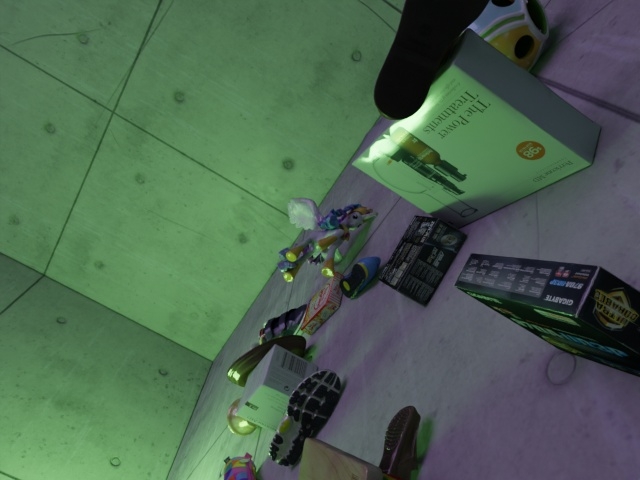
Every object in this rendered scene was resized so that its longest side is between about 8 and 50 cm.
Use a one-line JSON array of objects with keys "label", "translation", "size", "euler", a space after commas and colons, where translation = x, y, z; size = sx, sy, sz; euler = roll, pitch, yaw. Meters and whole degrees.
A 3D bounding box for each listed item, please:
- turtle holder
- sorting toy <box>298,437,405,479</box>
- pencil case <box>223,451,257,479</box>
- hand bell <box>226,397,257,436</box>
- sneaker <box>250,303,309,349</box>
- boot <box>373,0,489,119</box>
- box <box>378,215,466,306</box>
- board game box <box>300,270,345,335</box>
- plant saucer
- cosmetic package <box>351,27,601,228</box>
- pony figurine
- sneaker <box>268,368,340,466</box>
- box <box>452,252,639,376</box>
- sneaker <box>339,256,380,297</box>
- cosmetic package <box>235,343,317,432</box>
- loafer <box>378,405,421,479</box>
[{"label": "turtle holder", "translation": [0.418, -0.479, 1.211], "size": [0.227, 0.243, 0.320], "euler": [-22, 26, 45]}, {"label": "sorting toy", "translation": [0.036, 0.442, 0.711], "size": [0.257, 0.090, 0.255], "euler": [148, 135, -66]}, {"label": "pencil case", "translation": [-0.217, 0.676, 1.353], "size": [0.104, 0.104, 0.236], "euler": [-60, 12, -4]}, {"label": "hand bell", "translation": [-0.194, 0.567, 1.597], "size": [0.242, 0.126, 0.126], "euler": [-27, 32, 50]}, {"label": "sneaker", "translation": [-0.154, 0.350, 1.891], "size": [0.321, 0.128, 0.126], "euler": [-53, 10, 22]}, {"label": "boot", "translation": [0.172, -0.332, 0.776], "size": [0.305, 0.112, 0.115], "euler": [-60, 0, 10]}, {"label": "box", "translation": [0.223, 0.040, 1.108], "size": [0.180, 0.078, 0.147], "euler": [-60, 10, -1]}, {"label": "board game box", "translation": [0.011, 0.217, 1.699], "size": [0.193, 0.045, 0.146], "euler": [-51, 14, 38]}, {"label": "plant saucer", "translation": [-0.165, 0.397, 1.600], "size": [0.278, 0.278, 0.041], "euler": [-52, 55, 33]}, {"label": "cosmetic package", "translation": [0.267, -0.177, 0.945], "size": [0.097, 0.285, 0.377], "euler": [-65, 12, -23]}, {"label": "pony figurine", "translation": [0.000, 0.000, 1.788], "size": [0.351, 0.302, 0.363], "euler": [-11, 25, 40]}, {"label": "sneaker", "translation": [-0.046, 0.429, 1.243], "size": [0.275, 0.107, 0.110], "euler": [-57, 1, 11]}, {"label": "box", "translation": [0.269, 0.080, 0.520], "size": [0.051, 0.175, 0.220], "euler": [-61, 11, -5]}, {"label": "sneaker", "translation": [0.121, 0.110, 1.474], "size": [0.082, 0.069, 0.209], "euler": [-28, -16, -29]}, {"label": "cosmetic package", "translation": [-0.127, 0.436, 1.443], "size": [0.183, 0.151, 0.151], "euler": [-53, 12, 34]}, {"label": "loafer", "translation": [0.130, 0.339, 0.789], "size": [0.148, 0.050, 0.056], "euler": [-65, 14, -20]}]
